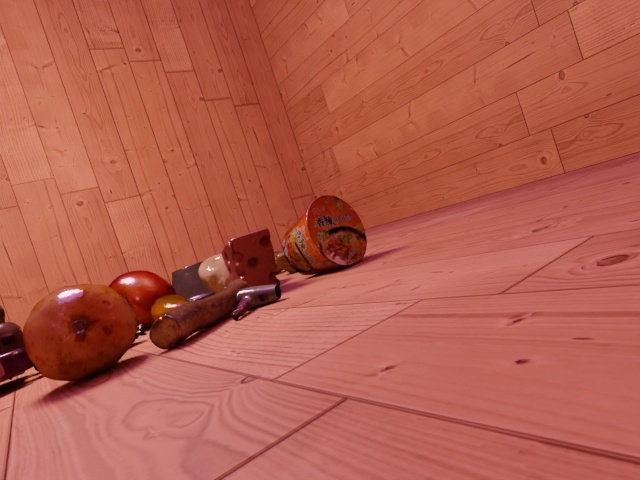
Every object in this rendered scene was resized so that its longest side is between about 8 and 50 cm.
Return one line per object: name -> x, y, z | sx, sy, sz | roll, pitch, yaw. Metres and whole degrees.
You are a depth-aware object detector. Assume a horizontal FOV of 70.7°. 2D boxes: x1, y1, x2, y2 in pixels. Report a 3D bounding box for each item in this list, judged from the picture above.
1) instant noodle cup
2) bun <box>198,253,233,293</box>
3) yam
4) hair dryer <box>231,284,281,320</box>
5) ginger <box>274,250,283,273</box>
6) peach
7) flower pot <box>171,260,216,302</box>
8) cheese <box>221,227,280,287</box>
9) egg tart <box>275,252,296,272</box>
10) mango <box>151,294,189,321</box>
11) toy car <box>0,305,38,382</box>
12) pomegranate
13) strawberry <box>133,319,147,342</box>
instant noodle cup -> 0.000, 0.000, 1.401 | 0.230, 0.230, 0.182 | -20, -7, -45
bun -> -0.287, 0.115, 1.538 | 0.260, 0.159, 0.259 | -9, -1, 0
yam -> -0.261, 0.159, 1.064 | 0.081, 0.081, 0.357 | -18, 4, 19
hair dryer -> -0.167, 0.153, 1.069 | 0.106, 0.054, 0.154 | -13, 14, 23
ginger -> -0.260, 0.121, 1.994 | 0.263, 0.116, 0.109 | -24, -37, -25
peach -> -0.604, 0.199, 1.529 | 0.244, 0.199, 0.243 | -9, -3, 0
flower pot -> -0.567, 0.191, 2.030 | 0.269, 0.166, 0.269 | -18, 4, 1
cheese -> -0.196, 0.079, 1.338 | 0.128, 0.177, 0.203 | -19, -5, -24
egg tart -> -0.063, 0.068, 1.802 | 0.252, 0.098, 0.232 | -15, -6, -26
mango -> -0.456, 0.214, 1.378 | 0.115, 0.090, 0.178 | -11, 7, -24
toy car -> -0.885, 0.281, 1.165 | 0.271, 0.240, 0.341 | -22, 0, -36
pomegranate -> -0.482, 0.186, 0.913 | 0.207, 0.207, 0.207 | -18, 2, 1
strawberry -> -0.560, 0.256, 1.180 | 0.192, 0.085, 0.140 | -20, 3, 20
